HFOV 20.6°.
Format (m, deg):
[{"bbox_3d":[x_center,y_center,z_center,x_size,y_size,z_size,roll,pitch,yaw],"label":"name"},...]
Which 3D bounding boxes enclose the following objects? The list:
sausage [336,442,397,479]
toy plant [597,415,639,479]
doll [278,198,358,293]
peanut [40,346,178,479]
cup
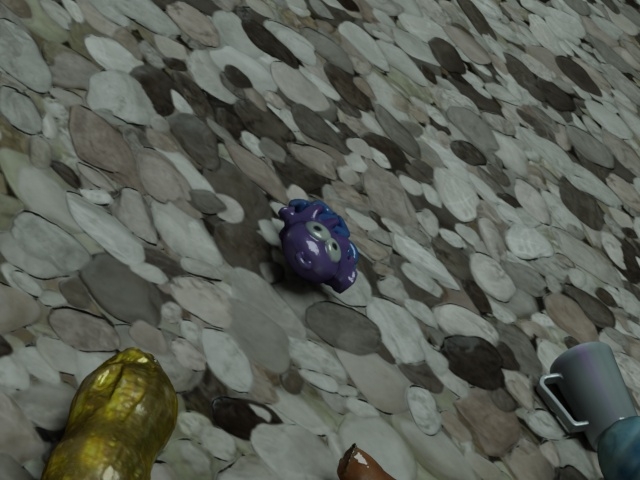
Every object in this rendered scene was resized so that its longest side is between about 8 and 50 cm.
[{"bbox_3d":[0.087,0.242,1.629,0.177,0.047,0.040,28,26,-25],"label":"sausage"},{"bbox_3d":[0.423,0.300,1.796,0.332,0.247,0.247,39,27,5],"label":"toy plant"},{"bbox_3d":[0.000,0.000,1.869,0.110,0.067,0.206,48,16,-3],"label":"doll"},{"bbox_3d":[-0.165,0.161,1.394,0.087,0.087,0.206,34,30,-12],"label":"peanut"},{"bbox_3d":[0.300,0.177,1.988,0.104,0.074,0.116,-3,50,-21],"label":"cup"}]
